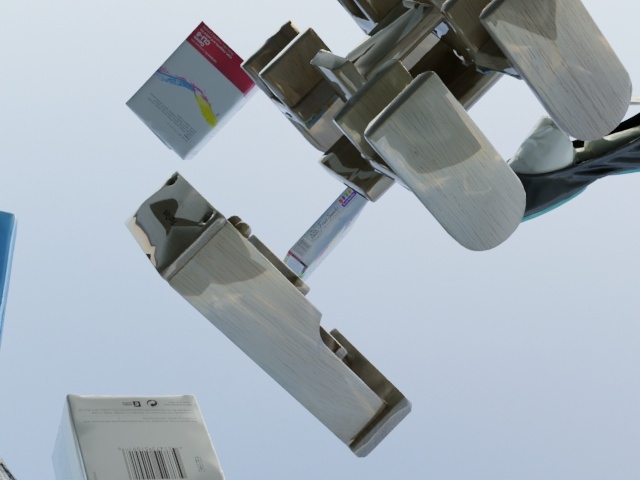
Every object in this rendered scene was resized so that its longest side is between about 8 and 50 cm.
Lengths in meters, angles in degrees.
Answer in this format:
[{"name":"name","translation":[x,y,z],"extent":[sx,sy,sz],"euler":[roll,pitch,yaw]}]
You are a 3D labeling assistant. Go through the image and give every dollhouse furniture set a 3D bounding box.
[{"name":"dollhouse furniture set","translation":[0.039,-0.030,0.588],"extent":[0.242,0.161,0.212],"euler":[-45,-153,-3]}]

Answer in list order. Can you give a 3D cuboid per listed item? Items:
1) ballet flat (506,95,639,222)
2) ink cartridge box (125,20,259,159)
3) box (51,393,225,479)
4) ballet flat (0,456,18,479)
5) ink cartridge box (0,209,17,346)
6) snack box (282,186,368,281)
[{"name":"ballet flat","translation":[0.290,-0.102,1.148],"extent":[0.281,0.096,0.095],"euler":[-20,-159,-5]},{"name":"ink cartridge box","translation":[-0.193,-0.227,1.615],"extent":[0.176,0.127,0.128],"euler":[-47,-176,2]},{"name":"box","translation":[-0.236,0.298,1.335],"extent":[0.181,0.119,0.182],"euler":[5,-148,-27]},{"name":"ballet flat","translation":[-0.511,0.201,1.274],"extent":[0.164,0.182,0.483],"euler":[-35,-117,-24]},{"name":"ink cartridge box","translation":[-0.393,0.097,0.570],"extent":[0.395,0.166,0.285],"euler":[12,-133,-20]},{"name":"snack box","translation":[0.000,0.000,1.371],"extent":[0.037,0.100,0.141],"euler":[40,-119,4]}]
